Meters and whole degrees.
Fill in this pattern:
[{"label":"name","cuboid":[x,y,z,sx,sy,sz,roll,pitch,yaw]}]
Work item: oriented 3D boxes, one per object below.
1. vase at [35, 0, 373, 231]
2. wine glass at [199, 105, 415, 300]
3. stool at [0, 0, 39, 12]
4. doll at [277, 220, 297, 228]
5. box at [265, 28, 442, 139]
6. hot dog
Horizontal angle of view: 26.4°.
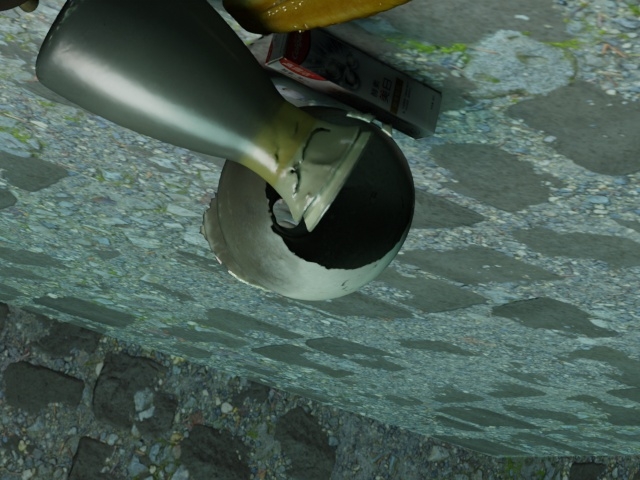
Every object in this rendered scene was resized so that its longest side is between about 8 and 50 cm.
[{"label":"vase","cuboid":[-0.111,-0.144,1.372,0.321,0.173,0.173,35,162,-3]},{"label":"wine glass","cuboid":[-0.014,-0.042,1.610,0.238,0.238,0.323,18,172,-15]},{"label":"stool","cuboid":[-0.290,-0.288,1.312,0.217,0.125,0.121,-8,174,12]},{"label":"doll","cuboid":[0.006,0.002,2.160,0.113,0.072,0.135,12,171,35]},{"label":"box","cuboid":[0.040,-0.178,1.517,0.218,0.055,0.039,22,160,-31]},{"label":"hot dog","cuboid":[0.003,-0.245,1.290,0.286,0.061,0.088,1,145,50]}]
